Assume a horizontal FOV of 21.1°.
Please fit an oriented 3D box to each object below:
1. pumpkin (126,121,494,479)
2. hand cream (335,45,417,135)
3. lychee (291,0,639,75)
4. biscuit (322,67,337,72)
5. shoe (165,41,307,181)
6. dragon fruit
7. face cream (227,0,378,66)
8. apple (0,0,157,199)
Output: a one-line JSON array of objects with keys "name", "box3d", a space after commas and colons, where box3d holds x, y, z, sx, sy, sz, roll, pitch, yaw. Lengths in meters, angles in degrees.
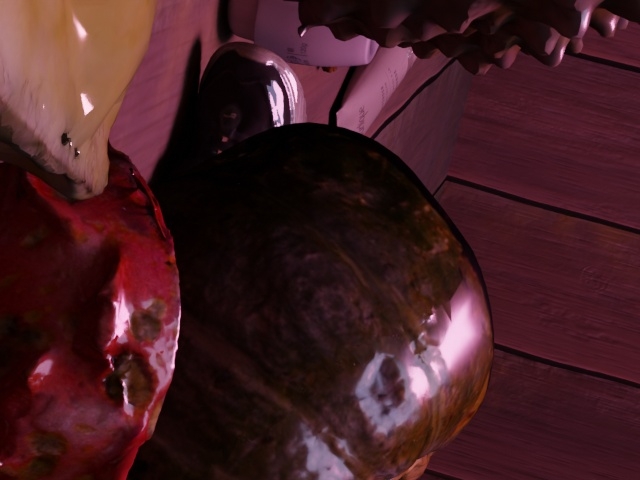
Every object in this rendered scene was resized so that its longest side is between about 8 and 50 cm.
[{"name": "pumpkin", "box3d": [-0.078, 0.099, 0.859, 0.232, 0.242, 0.325, -20, 136, -44]}, {"name": "hand cream", "box3d": [0.055, -0.161, 1.695, 0.087, 0.054, 0.186, 89, 25, -54]}, {"name": "lychee", "box3d": [0.092, -0.260, 0.638, 0.380, 0.380, 0.432, -65, -179, -47]}, {"name": "biscuit", "box3d": [0.015, -0.176, 1.493, 0.092, 0.016, 0.082, -63, 172, -48]}, {"name": "shoe", "box3d": [-0.064, -0.035, 1.051, 0.099, 0.071, 0.169, -53, 161, -62]}, {"name": "dragon fruit", "box3d": [-0.132, 0.025, 0.627, 0.111, 0.153, 0.153, 11, 96, -41]}, {"name": "face cream", "box3d": [-0.006, -0.155, 1.098, 0.091, 0.095, 0.091, 17, 90, -82]}, {"name": "apple", "box3d": [-0.106, -0.125, 0.408, 0.265, 0.120, 0.193, 71, 24, -80]}]
